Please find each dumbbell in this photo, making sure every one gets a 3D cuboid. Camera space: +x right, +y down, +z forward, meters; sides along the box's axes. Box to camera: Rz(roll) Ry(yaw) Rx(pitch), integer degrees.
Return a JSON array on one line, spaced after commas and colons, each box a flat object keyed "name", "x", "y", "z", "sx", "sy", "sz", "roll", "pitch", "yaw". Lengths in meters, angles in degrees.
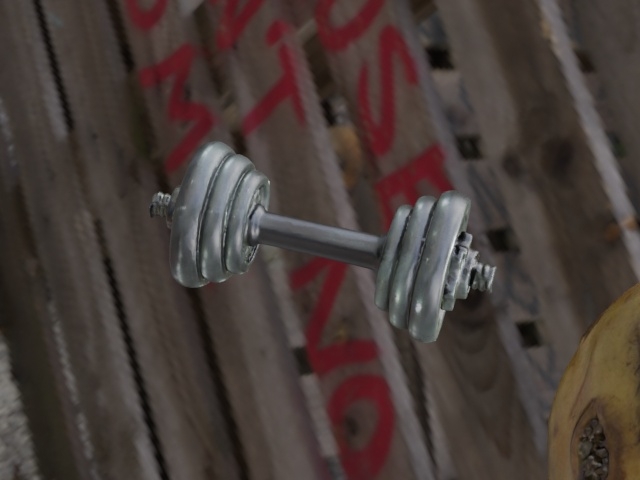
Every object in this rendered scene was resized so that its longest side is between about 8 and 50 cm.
[{"name": "dumbbell", "x": 0.000, "y": 0.000, "z": 1.712, "sx": 0.406, "sy": 0.179, "sz": 0.179, "roll": 13, "pitch": 55, "yaw": 9}]

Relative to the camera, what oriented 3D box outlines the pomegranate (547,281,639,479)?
[{"name": "pomegranate", "x": 0.260, "y": 0.137, "z": 0.898, "sx": 0.260, "sy": 0.260, "sz": 0.260, "roll": 16, "pitch": 60, "yaw": -29}]
